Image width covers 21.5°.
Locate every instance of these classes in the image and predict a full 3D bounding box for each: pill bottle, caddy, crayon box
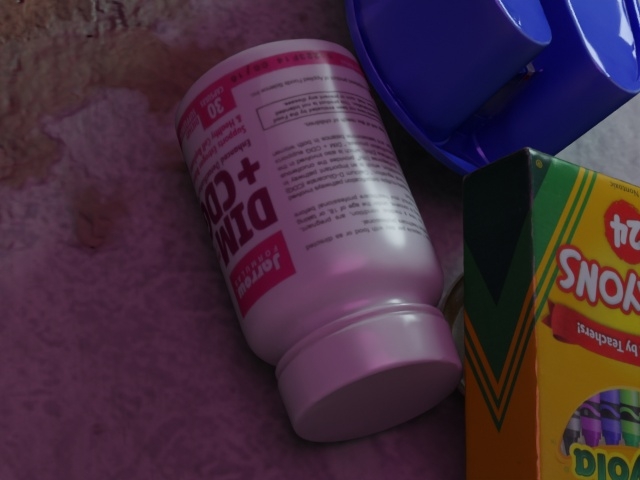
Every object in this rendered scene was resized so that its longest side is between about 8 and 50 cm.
[{"bbox_3d":[0.000,0.000,1.301,0.160,0.160,0.283,-12,63,-17],"label":"pill bottle"},{"bbox_3d":[0.130,-0.208,1.425,0.241,0.179,0.341,21,49,-36],"label":"caddy"},{"bbox_3d":[0.206,0.109,1.259,0.202,0.081,0.318,15,65,-34],"label":"crayon box"}]

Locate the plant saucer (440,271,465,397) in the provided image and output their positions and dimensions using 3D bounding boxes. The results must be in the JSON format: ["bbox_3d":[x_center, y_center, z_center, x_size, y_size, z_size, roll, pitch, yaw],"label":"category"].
[{"bbox_3d":[0.174,0.087,1.363,0.169,0.029,0.168,5,61,-9],"label":"plant saucer"}]
